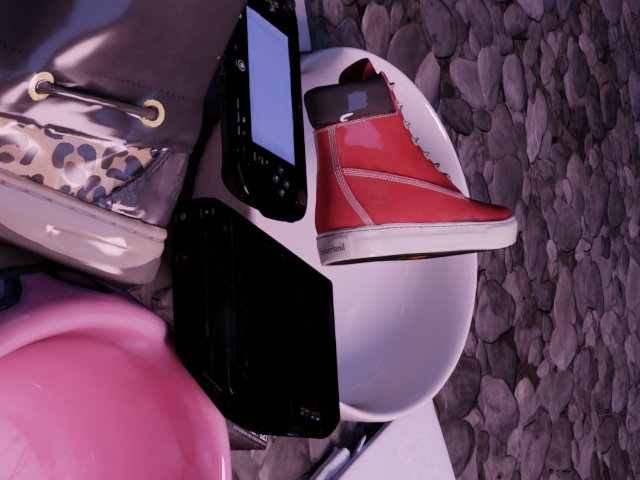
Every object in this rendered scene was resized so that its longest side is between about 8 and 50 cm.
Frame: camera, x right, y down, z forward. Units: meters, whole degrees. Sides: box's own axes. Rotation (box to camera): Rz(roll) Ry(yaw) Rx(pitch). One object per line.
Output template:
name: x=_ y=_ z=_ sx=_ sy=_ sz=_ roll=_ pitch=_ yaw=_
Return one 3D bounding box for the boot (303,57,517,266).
boot: x=0.085 y=-0.071 z=0.976 sx=0.244 sy=0.088 sz=0.176 roll=0 pitch=81 yaw=-47

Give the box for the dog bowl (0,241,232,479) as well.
dog bowl: x=-0.208 y=0.189 z=0.666 sx=0.408 sy=0.150 sz=0.408 roll=-22 pitch=117 yaw=-54

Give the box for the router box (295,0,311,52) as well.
router box: x=-0.150 y=-0.309 z=0.918 sx=0.301 sy=0.082 sz=0.335 roll=-19 pitch=102 yaw=-53

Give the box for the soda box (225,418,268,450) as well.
soda box: x=-0.111 y=0.129 z=0.947 sx=0.169 sy=0.060 sz=0.053 roll=39 pitch=52 yaw=-45

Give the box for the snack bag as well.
snack bag: x=0.069 y=0.357 z=1.189 sx=0.342 sy=0.037 sz=0.323 roll=-39 pitch=118 yaw=-48

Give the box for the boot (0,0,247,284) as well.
boot: x=-0.187 y=-0.167 z=0.575 sx=0.377 sy=0.138 sz=0.284 roll=29 pitch=86 yaw=-31

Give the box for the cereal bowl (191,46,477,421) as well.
cereal bowl: x=0.000 y=0.000 z=1.032 sx=0.339 sy=0.141 sz=0.339 roll=15 pitch=71 yaw=-49

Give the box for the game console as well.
game console: x=-0.044 y=-0.042 z=0.799 sx=0.213 sy=0.044 sz=0.361 roll=38 pitch=45 yaw=-65
